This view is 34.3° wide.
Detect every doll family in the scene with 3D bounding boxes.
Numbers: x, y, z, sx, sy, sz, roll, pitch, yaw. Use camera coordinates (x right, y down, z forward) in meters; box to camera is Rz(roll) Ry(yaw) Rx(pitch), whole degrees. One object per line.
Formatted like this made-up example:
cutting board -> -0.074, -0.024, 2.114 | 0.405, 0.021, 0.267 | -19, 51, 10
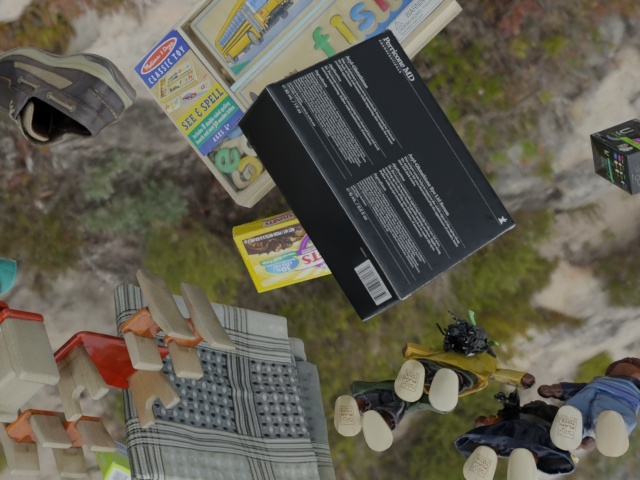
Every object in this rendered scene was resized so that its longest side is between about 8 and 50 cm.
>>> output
doll family -> 0.106, 0.089, 0.585 | 0.111, 0.193, 0.076 | -6, 111, -63

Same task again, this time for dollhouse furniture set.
dollhouse furniture set -> -0.274, 0.128, 1.141 | 0.262, 0.135, 0.259 | -41, 149, 17

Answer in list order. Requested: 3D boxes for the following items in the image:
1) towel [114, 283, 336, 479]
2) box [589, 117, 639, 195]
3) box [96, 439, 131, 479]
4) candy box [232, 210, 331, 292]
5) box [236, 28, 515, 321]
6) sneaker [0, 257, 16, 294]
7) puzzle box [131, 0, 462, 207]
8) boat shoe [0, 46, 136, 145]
towel -> -0.121, 0.213, 1.408 | 0.324, 0.312, 0.056 | 19, 129, -33
box -> 0.353, -0.095, 1.166 | 0.062, 0.083, 0.052 | -20, 116, -9
box -> -0.358, 0.427, 1.933 | 0.042, 0.109, 0.178 | -60, -163, -5
candy box -> 0.000, 0.000, 1.343 | 0.205, 0.027, 0.105 | -16, 131, 7
box -> 0.061, -0.073, 1.132 | 0.184, 0.261, 0.103 | -30, 176, -29
sneaker -> -0.519, 0.022, 1.452 | 0.178, 0.124, 0.296 | -2, 121, -16
puzzle box -> -0.042, -0.280, 1.443 | 0.409, 0.272, 0.052 | -43, 164, 12
boat shoe -> -0.462, -0.235, 1.718 | 0.132, 0.355, 0.130 | 51, 59, -37
